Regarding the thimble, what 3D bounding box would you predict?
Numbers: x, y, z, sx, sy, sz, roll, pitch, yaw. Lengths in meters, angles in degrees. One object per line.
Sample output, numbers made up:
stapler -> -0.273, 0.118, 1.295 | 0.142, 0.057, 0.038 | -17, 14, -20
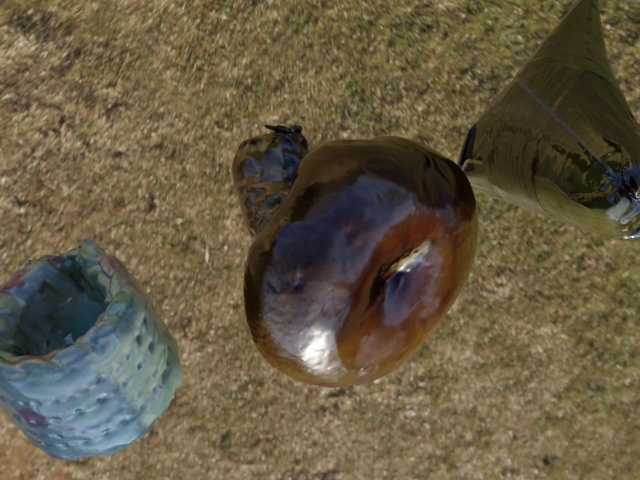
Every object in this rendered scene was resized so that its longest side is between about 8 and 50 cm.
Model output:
thimble -> -0.249, 0.109, 0.870 | 0.185, 0.211, 0.149 | -10, 129, 16

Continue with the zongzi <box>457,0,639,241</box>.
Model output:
zongzi -> 0.323, -0.162, 0.953 | 0.138, 0.286, 0.300 | 34, 87, -33

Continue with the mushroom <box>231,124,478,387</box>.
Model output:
mushroom -> 0.033, 0.014, 0.817 | 0.267, 0.254, 0.268 | -4, 105, -17
